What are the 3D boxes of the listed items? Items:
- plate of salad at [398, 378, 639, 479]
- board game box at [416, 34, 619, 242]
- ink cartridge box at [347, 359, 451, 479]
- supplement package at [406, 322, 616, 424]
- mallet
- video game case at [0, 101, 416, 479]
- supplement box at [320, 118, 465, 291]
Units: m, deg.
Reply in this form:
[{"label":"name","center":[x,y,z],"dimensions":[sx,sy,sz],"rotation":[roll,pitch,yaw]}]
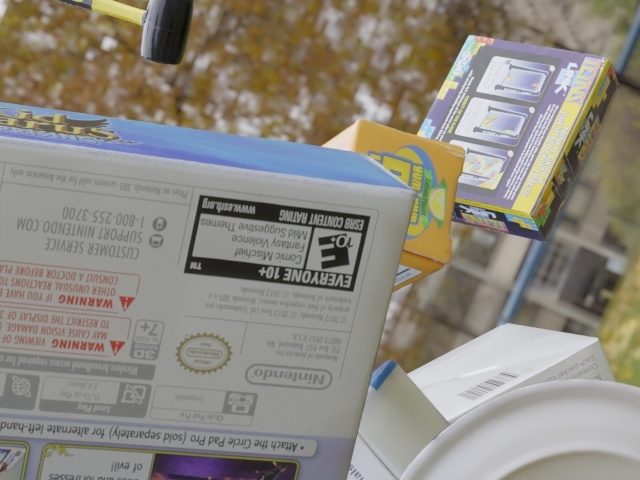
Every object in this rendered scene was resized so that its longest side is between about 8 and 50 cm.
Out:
[{"label":"plate of salad","center":[0.114,0.161,0.847],"dimensions":[0.200,0.199,0.048],"rotation":[-68,17,6]},{"label":"board game box","center":[0.161,-0.091,1.514],"dimensions":[0.170,0.141,0.048],"rotation":[-61,-33,-21]},{"label":"ink cartridge box","center":[-0.043,0.227,1.018],"dimensions":[0.307,0.129,0.223],"rotation":[-42,-2,10]},{"label":"supplement package","center":[0.172,0.237,1.534],"dimensions":[0.199,0.263,0.198],"rotation":[-26,9,-16]},{"label":"mallet","center":[-0.189,-0.193,1.500],"dimensions":[0.039,0.189,0.062],"rotation":[-11,-70,-56]},{"label":"video game case","center":[-0.121,0.073,0.649],"dimensions":[0.061,0.269,0.244],"rotation":[-136,56,-63]},{"label":"supplement box","center":[0.000,0.000,1.076],"dimensions":[0.233,0.080,0.078],"rotation":[-29,47,59]}]
